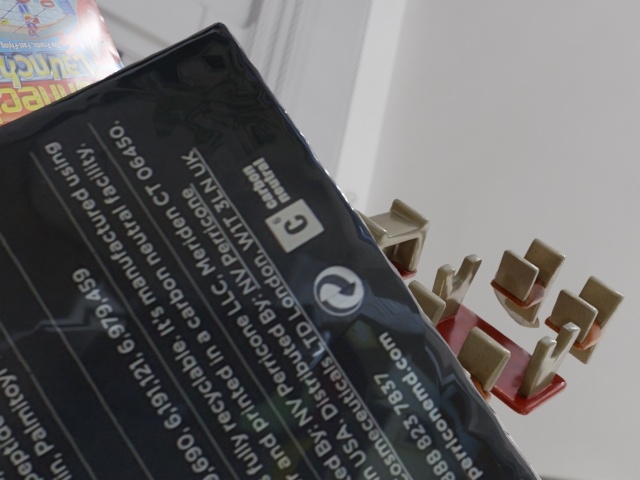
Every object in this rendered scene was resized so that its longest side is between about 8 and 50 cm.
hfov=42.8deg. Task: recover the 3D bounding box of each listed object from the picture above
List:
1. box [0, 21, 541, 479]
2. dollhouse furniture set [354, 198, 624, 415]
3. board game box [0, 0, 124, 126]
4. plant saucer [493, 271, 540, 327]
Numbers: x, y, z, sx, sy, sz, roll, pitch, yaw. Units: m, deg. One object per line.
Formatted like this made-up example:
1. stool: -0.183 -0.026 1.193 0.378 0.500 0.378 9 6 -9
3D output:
1. box: -0.207 0.183 0.512 0.471 0.297 0.480 -33 175 -20
2. dollhouse furniture set: 0.125 0.080 0.823 0.259 0.262 0.135 39 -52 34
3. board game box: -0.369 -0.238 0.872 0.086 0.308 0.302 -23 -88 30
4. plant saucer: 0.233 0.075 0.987 0.015 0.083 0.083 -35 -145 -4
